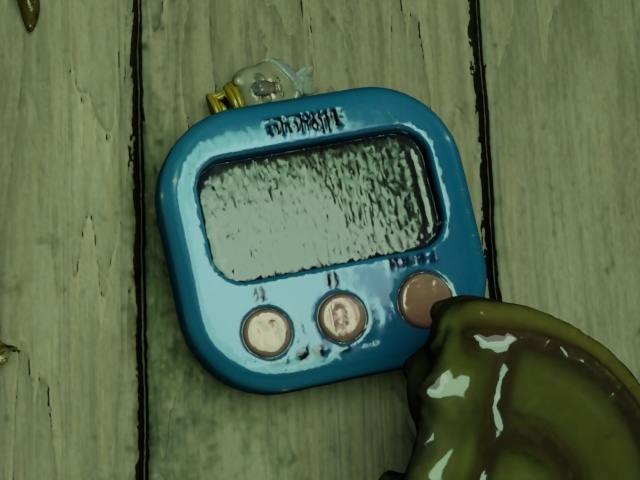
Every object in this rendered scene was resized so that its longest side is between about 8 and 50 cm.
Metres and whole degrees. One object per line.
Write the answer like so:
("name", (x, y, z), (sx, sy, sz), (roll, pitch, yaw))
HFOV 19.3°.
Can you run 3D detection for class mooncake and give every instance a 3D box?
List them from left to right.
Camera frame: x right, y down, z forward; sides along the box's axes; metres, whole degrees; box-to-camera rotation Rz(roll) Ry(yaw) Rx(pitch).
("mooncake", (0.146, 0.253, 1.872), (0.393, 0.246, 0.394), (-17, 97, -4))

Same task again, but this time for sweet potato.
("sweet potato", (-0.330, -0.286, 2.086), (0.026, 0.026, 0.115), (-12, 76, -15))

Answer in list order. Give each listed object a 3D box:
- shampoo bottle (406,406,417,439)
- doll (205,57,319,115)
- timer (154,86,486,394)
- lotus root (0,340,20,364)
("shampoo bottle", (0.160, 0.252, 2.022), (0.074, 0.074, 0.192), (-24, 83, -17))
("doll", (-0.060, -0.165, 2.080), (0.127, 0.084, 0.073), (-22, 83, -8))
("timer", (0.000, 0.000, 2.029), (0.340, 0.115, 0.309), (-11, 83, -15))
("lotus root", (-0.383, 0.084, 1.954), (0.150, 0.062, 0.073), (36, 71, 0))
